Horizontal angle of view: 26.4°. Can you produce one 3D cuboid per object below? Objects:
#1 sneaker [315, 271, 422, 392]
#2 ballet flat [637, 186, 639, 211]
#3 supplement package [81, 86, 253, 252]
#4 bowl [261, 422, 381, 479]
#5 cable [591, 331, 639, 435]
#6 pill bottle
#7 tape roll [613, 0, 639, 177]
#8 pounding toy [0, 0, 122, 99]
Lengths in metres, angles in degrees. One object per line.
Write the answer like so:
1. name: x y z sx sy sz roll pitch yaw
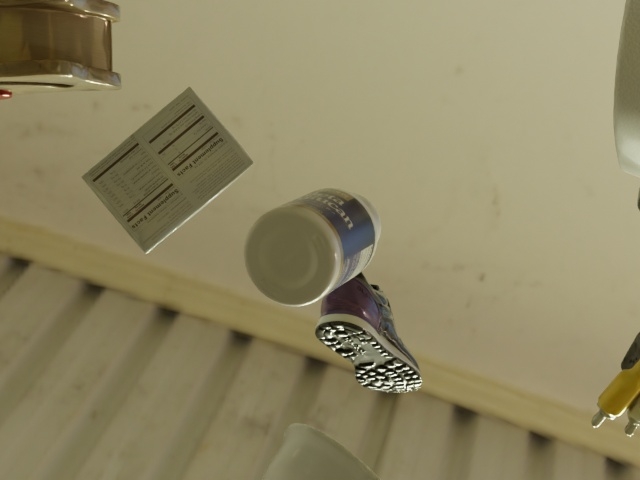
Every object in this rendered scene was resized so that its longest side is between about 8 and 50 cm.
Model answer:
1. sneaker: 0.089 0.135 2.087 0.107 0.283 0.124 -5 -121 23
2. ballet flat: 0.401 -0.040 1.345 0.188 0.070 0.070 -5 -166 36
3. supplement package: -0.221 -0.104 2.030 0.145 0.204 0.262 50 179 -5
4. bowl: 0.012 0.399 1.826 0.134 0.298 0.298 -41 -123 -22
5. cable: 0.397 0.108 1.503 0.139 0.287 0.072 -5 -131 -17
6. pill bottle: 0.000 0.000 1.312 0.094 0.094 0.169 25 -162 14
7. tape roll: 0.345 -0.237 1.167 0.072 0.392 0.392 18 -152 22
8. pounding toy: -0.315 -0.137 1.238 0.269 0.155 0.154 -2 177 7
